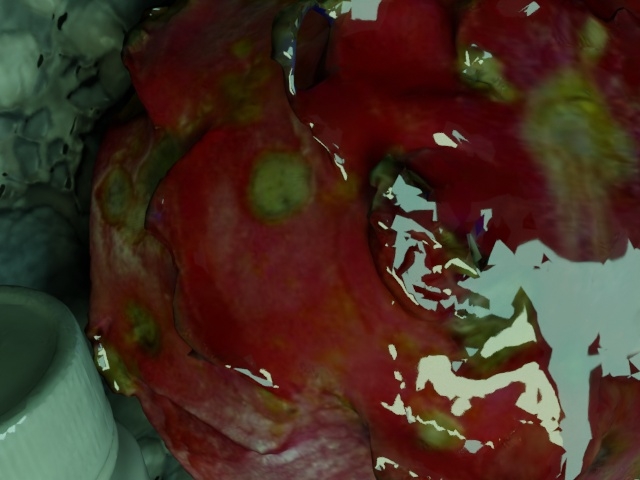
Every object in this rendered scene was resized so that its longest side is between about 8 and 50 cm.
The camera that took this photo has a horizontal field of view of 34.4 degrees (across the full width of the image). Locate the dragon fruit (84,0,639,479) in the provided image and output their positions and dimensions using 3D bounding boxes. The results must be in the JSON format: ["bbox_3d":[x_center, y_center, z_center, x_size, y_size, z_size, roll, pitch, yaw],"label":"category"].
[{"bbox_3d":[0.082,0.001,0.551,0.371,0.249,0.386,-1,80,-37],"label":"dragon fruit"}]

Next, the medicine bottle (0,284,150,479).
[{"bbox_3d":[-0.146,0.156,0.512,0.144,0.144,0.252,-34,131,-36],"label":"medicine bottle"}]
